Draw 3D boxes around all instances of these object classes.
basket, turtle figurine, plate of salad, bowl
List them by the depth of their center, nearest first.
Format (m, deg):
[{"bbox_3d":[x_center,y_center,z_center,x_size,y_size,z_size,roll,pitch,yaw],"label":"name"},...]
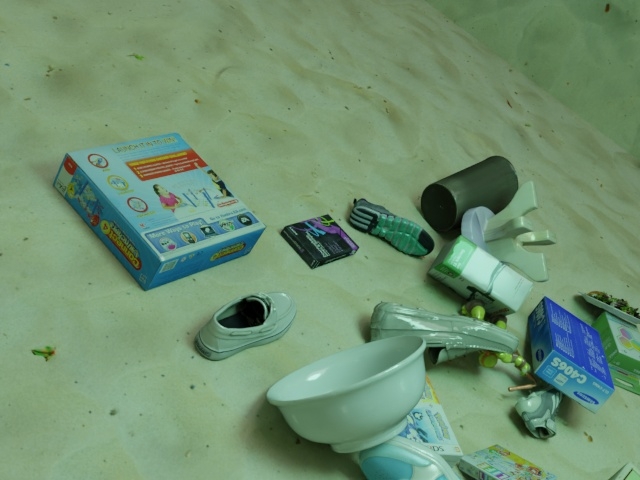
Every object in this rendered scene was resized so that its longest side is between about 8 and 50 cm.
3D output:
[{"bbox_3d":[0.065,0.279,1.614,0.298,0.298,0.134,-26,97,-53],"label":"bowl"},{"bbox_3d":[0.363,0.217,2.069,0.270,0.087,0.217,20,29,-5],"label":"turtle figurine"},{"bbox_3d":[0.386,-0.110,2.444,0.227,0.204,0.154,-18,50,-38],"label":"basket"},{"bbox_3d":[0.785,0.172,2.469,0.200,0.048,0.200,25,3,-2],"label":"plate of salad"}]

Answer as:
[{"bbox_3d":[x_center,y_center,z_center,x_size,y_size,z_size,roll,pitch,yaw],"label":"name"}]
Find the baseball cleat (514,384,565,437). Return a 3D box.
[{"bbox_3d":[0.491,0.373,2.020,0.206,0.072,0.109,-7,72,-48],"label":"baseball cleat"}]

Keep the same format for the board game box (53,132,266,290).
[{"bbox_3d":[-0.316,-0.069,1.850,0.302,0.086,0.308,46,35,18],"label":"board game box"}]

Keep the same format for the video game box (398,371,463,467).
[{"bbox_3d":[0.159,0.338,1.781,0.187,0.048,0.205,12,39,-34],"label":"video game box"}]

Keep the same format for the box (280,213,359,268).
[{"bbox_3d":[0.000,0.000,2.089,0.116,0.029,0.162,47,36,19],"label":"box"}]

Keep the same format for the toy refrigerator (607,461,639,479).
[{"bbox_3d":[0.586,0.550,1.836,0.102,0.094,0.270,46,34,18],"label":"toy refrigerator"}]

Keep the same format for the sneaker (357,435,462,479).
[{"bbox_3d":[0.173,0.475,1.545,0.319,0.127,0.208,37,32,6],"label":"sneaker"}]

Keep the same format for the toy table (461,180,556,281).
[{"bbox_3d":[0.475,-0.011,2.307,0.274,0.161,0.252,-5,84,-61],"label":"toy table"}]

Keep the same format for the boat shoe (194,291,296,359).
[{"bbox_3d":[-0.126,0.140,1.746,0.096,0.088,0.268,48,36,20],"label":"boat shoe"}]

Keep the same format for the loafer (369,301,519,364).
[{"bbox_3d":[0.258,0.207,1.943,0.320,0.111,0.112,11,-4,-5],"label":"loafer"}]

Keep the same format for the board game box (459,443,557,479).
[{"bbox_3d":[0.354,0.440,1.750,0.104,0.026,0.154,-9,18,-36],"label":"board game box"}]

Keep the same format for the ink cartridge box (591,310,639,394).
[{"bbox_3d":[0.776,0.287,2.365,0.109,0.062,0.209,23,35,-16],"label":"ink cartridge box"}]

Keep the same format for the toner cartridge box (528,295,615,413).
[{"bbox_3d":[0.576,0.257,2.149,0.165,0.075,0.348,33,19,0],"label":"toner cartridge box"}]

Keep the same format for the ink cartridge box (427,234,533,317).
[{"bbox_3d":[0.374,0.090,2.178,0.208,0.153,0.086,33,76,0],"label":"ink cartridge box"}]

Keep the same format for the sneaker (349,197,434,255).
[{"bbox_3d":[0.179,-0.043,2.255,0.224,0.083,0.098,26,29,-11],"label":"sneaker"}]
